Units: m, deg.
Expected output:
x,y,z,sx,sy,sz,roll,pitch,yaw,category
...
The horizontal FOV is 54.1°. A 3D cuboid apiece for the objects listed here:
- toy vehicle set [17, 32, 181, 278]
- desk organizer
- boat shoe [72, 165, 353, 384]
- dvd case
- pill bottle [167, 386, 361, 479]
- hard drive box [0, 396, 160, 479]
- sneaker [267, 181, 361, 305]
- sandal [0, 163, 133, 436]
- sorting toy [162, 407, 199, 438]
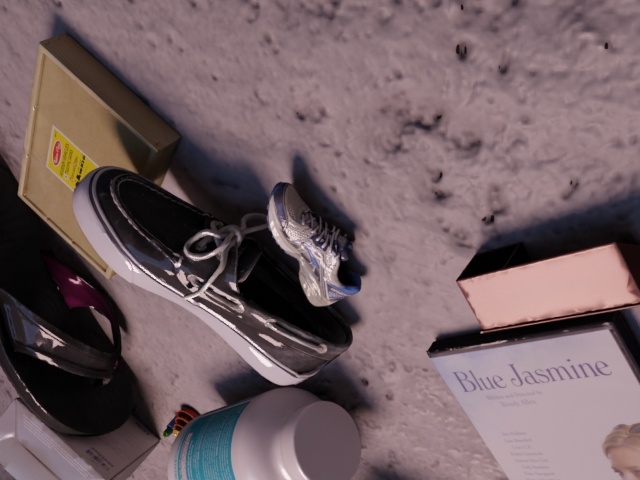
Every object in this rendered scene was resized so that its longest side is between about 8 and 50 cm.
x,y,z,sx,sy,sz,roll,pitch,yaw,category
-0.267,-0.082,0.725,0.166,0.035,0.267,43,137,2,toy vehicle set
0.172,0.027,0.467,0.130,0.047,0.050,-20,106,44,desk organizer
-0.098,0.025,0.617,0.306,0.113,0.105,45,129,-9,boat shoe
0.229,0.179,0.557,0.180,0.022,0.253,-21,107,45,dvd case
-0.069,0.262,0.755,0.146,0.146,0.264,51,138,-7,pill bottle
-0.378,0.315,0.982,0.181,0.089,0.232,40,180,6,hard drive box
0.000,0.000,0.582,0.058,0.052,0.135,-10,123,31,sneaker
-0.371,0.094,0.857,0.107,0.167,0.446,-13,114,23,sandal
-0.213,0.302,0.973,0.061,0.042,0.102,24,134,21,sorting toy
